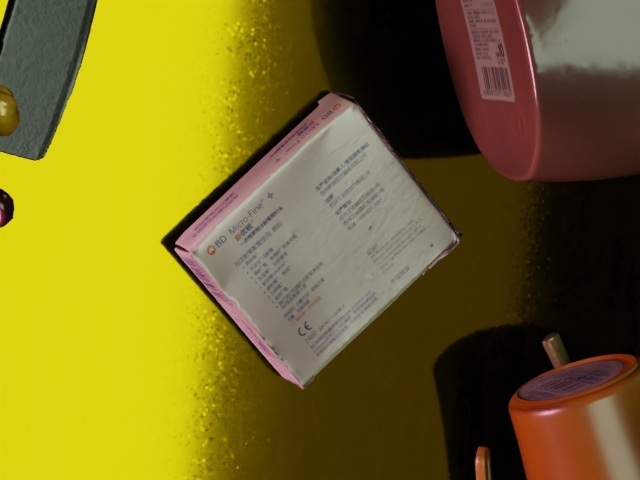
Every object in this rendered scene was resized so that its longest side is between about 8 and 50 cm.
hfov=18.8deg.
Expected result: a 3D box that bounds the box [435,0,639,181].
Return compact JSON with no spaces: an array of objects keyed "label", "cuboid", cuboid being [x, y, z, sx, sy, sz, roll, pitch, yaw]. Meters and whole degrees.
[{"label":"box","cuboid":[0.232,-0.185,1.627,0.216,0.301,0.301,-17,103,-11]}]

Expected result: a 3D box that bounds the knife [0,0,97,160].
[{"label":"knife","cuboid":[-0.219,-0.187,1.579,0.072,0.019,0.245,14,94,-27]}]

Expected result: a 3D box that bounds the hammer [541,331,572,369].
[{"label":"hammer","cuboid":[0.257,0.171,1.814,0.062,0.013,0.199,-31,107,-16]}]

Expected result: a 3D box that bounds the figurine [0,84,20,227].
[{"label":"figurine","cuboid":[-0.379,-0.090,1.428,0.323,0.196,0.320,29,79,-12]}]

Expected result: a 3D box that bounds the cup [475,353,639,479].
[{"label":"cup","cuboid":[0.248,0.251,1.747,0.226,0.182,0.264,-16,98,19]}]

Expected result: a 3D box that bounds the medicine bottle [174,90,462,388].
[{"label":"medicine bottle","cuboid":[0.000,0.000,1.669,0.201,0.052,0.171,-44,110,-10]}]
